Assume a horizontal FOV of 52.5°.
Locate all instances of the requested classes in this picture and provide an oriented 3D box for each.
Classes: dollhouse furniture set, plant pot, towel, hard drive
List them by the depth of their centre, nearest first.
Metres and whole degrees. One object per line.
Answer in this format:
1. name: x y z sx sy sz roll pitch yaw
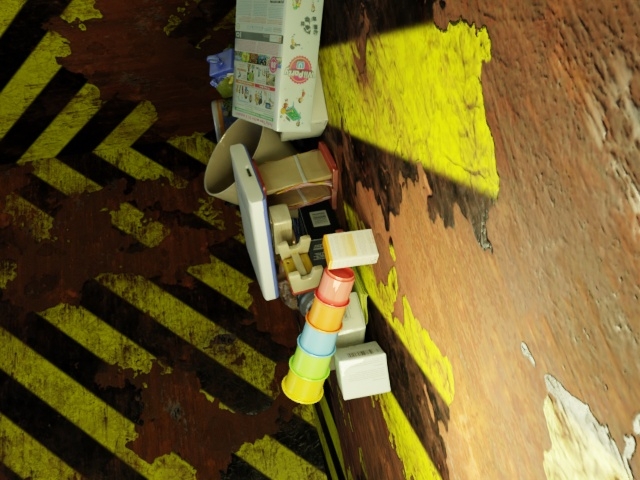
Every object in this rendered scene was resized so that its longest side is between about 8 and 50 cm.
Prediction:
1. hard drive: -0.154 -0.039 1.528 0.319 0.040 0.210 87 165 -46
2. dollhouse furniture set: -0.029 -0.042 1.536 0.152 0.201 0.374 91 161 -54
3. towel: 0.077 0.081 1.539 0.237 0.021 0.102 -109 7 -48
4. plant pot: -0.136 -0.175 1.796 0.256 0.274 0.256 -33 41 34

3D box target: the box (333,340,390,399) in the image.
1. box: 0.086 0.274 1.379 0.102 0.101 0.087 -137 38 -81

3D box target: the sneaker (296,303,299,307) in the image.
1. sneaker: -0.025 0.247 2.201 0.083 0.098 0.224 89 169 -48

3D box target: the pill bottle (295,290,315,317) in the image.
1. pill bottle: -0.007 0.136 1.803 0.246 0.130 0.130 -109 12 -50

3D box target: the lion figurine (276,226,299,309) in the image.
1. lion figurine: -0.115 0.071 2.530 0.240 0.142 0.392 -165 69 -74

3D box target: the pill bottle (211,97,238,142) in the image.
1. pill bottle: -0.214 -0.403 2.141 0.152 0.272 0.152 170 90 -84

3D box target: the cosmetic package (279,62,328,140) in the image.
1. cosmetic package: -0.068 -0.423 1.635 0.160 0.113 0.309 137 124 -80

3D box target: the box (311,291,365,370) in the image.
1. box: 0.043 0.224 1.549 0.275 0.113 0.094 90 167 -63

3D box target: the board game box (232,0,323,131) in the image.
1. board game box: -0.104 -0.413 1.460 0.224 0.097 0.303 29 119 51

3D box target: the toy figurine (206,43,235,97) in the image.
1. toy figurine: -0.272 -0.553 1.979 0.362 0.217 0.191 1 94 44

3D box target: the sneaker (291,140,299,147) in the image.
1. sneaker: -0.097 -0.276 2.270 0.089 0.051 0.170 -129 27 -66

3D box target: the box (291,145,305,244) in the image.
1. box: -0.055 -0.100 2.093 0.293 0.073 0.295 90 168 -47

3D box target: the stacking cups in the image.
1. stacking cups: 0.006 0.196 1.345 0.096 0.096 0.316 -110 34 -55

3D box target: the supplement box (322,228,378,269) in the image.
1. supplement box: 0.058 0.017 1.271 0.036 0.098 0.062 100 161 -59

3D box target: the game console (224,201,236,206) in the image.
1. game console: -0.169 -0.249 1.969 0.044 0.361 0.213 37 164 -3

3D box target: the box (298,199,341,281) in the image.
1. box: 0.000 0.000 1.717 0.156 0.093 0.158 -107 12 -46
